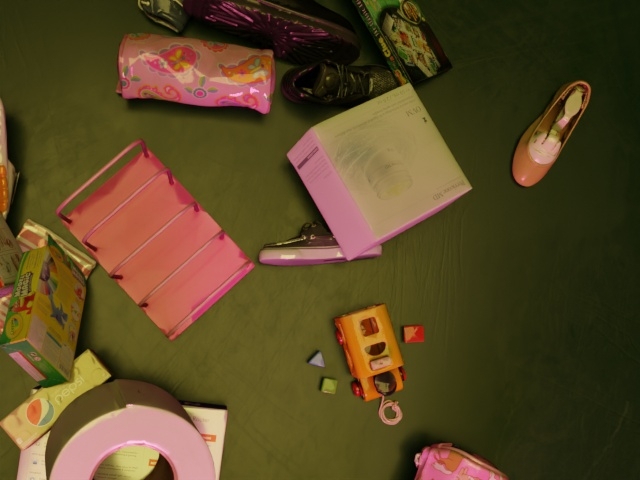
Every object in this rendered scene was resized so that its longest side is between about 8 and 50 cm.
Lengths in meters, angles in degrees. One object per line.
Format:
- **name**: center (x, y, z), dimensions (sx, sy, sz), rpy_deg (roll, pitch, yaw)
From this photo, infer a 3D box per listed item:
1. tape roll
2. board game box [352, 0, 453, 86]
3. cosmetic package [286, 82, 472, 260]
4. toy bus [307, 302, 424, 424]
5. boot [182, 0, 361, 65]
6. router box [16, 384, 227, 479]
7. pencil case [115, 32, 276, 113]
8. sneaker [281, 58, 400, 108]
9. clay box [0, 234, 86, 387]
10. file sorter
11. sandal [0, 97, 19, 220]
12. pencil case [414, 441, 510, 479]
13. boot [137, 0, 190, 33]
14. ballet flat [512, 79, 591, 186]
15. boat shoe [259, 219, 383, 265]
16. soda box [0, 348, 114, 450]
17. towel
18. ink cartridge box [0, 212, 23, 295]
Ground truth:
- **tape roll**: center (-0.298, 0.353, 1.356), dimensions (0.246, 0.169, 0.246), rpy_deg (-1, 95, -18)
- **board game box**: center (0.138, -0.414, 1.635), dimensions (0.136, 0.030, 0.259), rpy_deg (-28, 88, -37)
- **cosmetic package**: center (0.103, -0.121, 1.545), dimensions (0.224, 0.138, 0.224), rpy_deg (-28, 87, -26)
- **toy bus**: center (0.097, 0.210, 1.564), dimensions (0.202, 0.104, 0.190), rpy_deg (27, 82, -4)
- **boot**: center (-0.064, -0.487, 1.595), dimensions (0.348, 0.131, 0.260), rpy_deg (20, 70, -18)
- **router box**: center (-0.341, 0.417, 1.497), dimensions (0.336, 0.082, 0.301), rpy_deg (8, 84, -7)
- **pencil case**: center (-0.222, -0.297, 1.565), dimensions (0.284, 0.124, 0.124), rpy_deg (4, 84, -7)
- **sneaker**: center (0.048, -0.280, 1.586), dimensions (0.228, 0.130, 0.087), rpy_deg (2, 99, -8)
- **clay box**: center (-0.443, 0.111, 1.420), dimensions (0.053, 0.127, 0.222), rpy_deg (-16, 45, 11)
- **file sorter**: center (-0.279, -0.001, 1.493), dimensions (0.202, 0.182, 0.290), rpy_deg (-43, 91, -9)
- **sandal**: center (-0.566, -0.127, 1.513), dimensions (0.102, 0.076, 0.265), rpy_deg (9, 98, 8)
- **pencil case**: center (0.184, 0.545, 1.521), dimensions (0.160, 0.167, 0.386), rpy_deg (35, 79, -47)
- **boot**: center (-0.312, -0.458, 1.587), dimensions (0.190, 0.069, 0.086), rpy_deg (30, 79, -6)
- **ballet flat**: center (0.439, -0.210, 1.664), dimensions (0.080, 0.073, 0.232), rpy_deg (31, 82, -4)
- **boat shoe**: center (0.000, 0.000, 1.586), dimensions (0.229, 0.080, 0.076), rpy_deg (-5, 79, -9)
- **soda box**: center (-0.427, 0.258, 1.429), dimensions (0.181, 0.058, 0.061), rpy_deg (-40, 89, -11)
- **towel**: center (-0.502, 0.080, 1.527), dimensions (0.144, 0.029, 0.197), rpy_deg (33, 85, -4)
- **ink cartridge box**: center (-0.673, -0.003, 1.431), dimensions (0.272, 0.130, 0.309), rpy_deg (-29, 92, 7)
